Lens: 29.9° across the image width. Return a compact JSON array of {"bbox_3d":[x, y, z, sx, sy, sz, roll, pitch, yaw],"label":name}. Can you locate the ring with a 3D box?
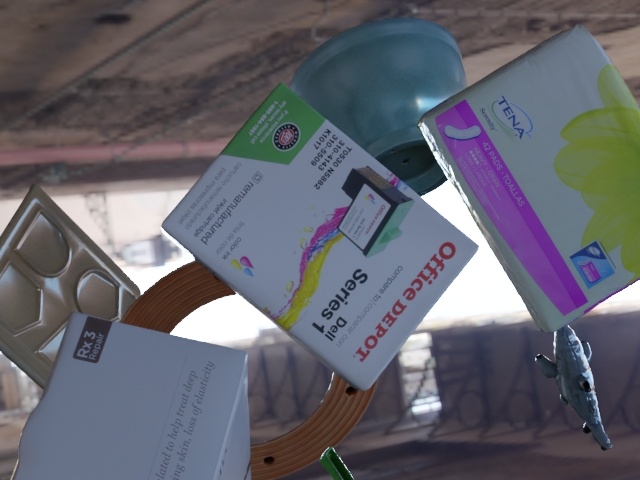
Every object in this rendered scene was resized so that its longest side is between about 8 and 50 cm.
[{"bbox_3d":[-0.092,0.154,1.447,0.032,0.336,0.336,-116,-148,-61],"label":"ring"}]

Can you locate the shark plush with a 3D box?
[{"bbox_3d":[0.323,0.188,1.515,0.067,0.073,0.161,99,-15,-70],"label":"shark plush"}]

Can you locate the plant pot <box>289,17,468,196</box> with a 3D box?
[{"bbox_3d":[0.114,-0.184,1.911,0.293,0.293,0.196,-56,-137,47],"label":"plant pot"}]

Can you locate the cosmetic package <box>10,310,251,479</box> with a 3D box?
[{"bbox_3d":[-0.158,0.245,1.042,0.385,0.156,0.217,98,6,-63],"label":"cosmetic package"}]

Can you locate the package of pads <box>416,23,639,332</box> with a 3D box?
[{"bbox_3d":[0.284,-0.075,1.393,0.296,0.229,0.101,59,-1,3],"label":"package of pads"}]

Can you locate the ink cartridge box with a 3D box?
[{"bbox_3d":[0.000,0.000,1.288,0.278,0.201,0.117,39,-6,-1],"label":"ink cartridge box"}]

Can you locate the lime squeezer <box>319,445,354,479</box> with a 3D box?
[{"bbox_3d":[0.116,0.322,1.169,0.310,0.059,0.110,36,-59,10],"label":"lime squeezer"}]

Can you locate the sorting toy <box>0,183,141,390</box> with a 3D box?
[{"bbox_3d":[-0.304,0.106,1.500,0.041,0.307,0.229,-18,-144,33],"label":"sorting toy"}]
